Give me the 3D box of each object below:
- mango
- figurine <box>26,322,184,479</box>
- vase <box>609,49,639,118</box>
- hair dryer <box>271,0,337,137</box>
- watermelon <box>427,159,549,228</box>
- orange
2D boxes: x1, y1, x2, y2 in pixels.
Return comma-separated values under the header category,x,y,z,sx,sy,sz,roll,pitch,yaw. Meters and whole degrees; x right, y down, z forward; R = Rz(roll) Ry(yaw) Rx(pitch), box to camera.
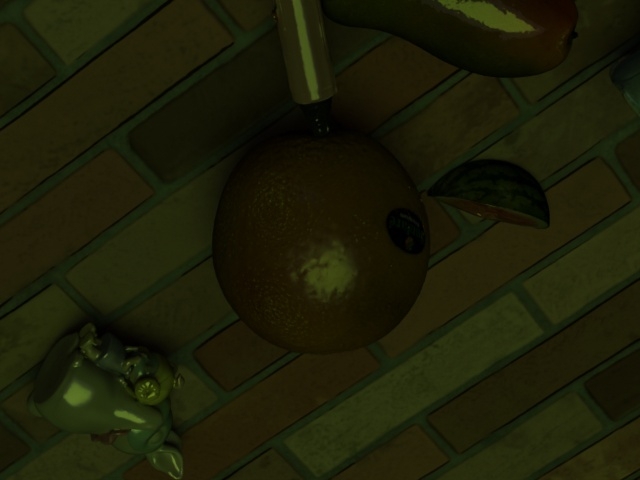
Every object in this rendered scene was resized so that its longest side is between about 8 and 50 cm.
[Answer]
category,x,y,z,sx,sy,sz,roll,pitch,yaw
mango,0.153,-0.274,1.745,0.289,0.129,0.146,19,137,-10
figurine,-0.244,0.210,1.991,0.235,0.127,0.155,30,103,-28
vase,0.475,-0.326,1.703,0.249,0.250,0.445,8,125,-12
hair dryer,-0.044,-0.272,1.676,0.189,0.107,0.344,-13,108,-4
watermelon,0.230,-0.065,1.934,0.163,0.087,0.069,16,80,-19
orange,0.000,0.000,1.813,0.274,0.274,0.274,-3,121,-6
